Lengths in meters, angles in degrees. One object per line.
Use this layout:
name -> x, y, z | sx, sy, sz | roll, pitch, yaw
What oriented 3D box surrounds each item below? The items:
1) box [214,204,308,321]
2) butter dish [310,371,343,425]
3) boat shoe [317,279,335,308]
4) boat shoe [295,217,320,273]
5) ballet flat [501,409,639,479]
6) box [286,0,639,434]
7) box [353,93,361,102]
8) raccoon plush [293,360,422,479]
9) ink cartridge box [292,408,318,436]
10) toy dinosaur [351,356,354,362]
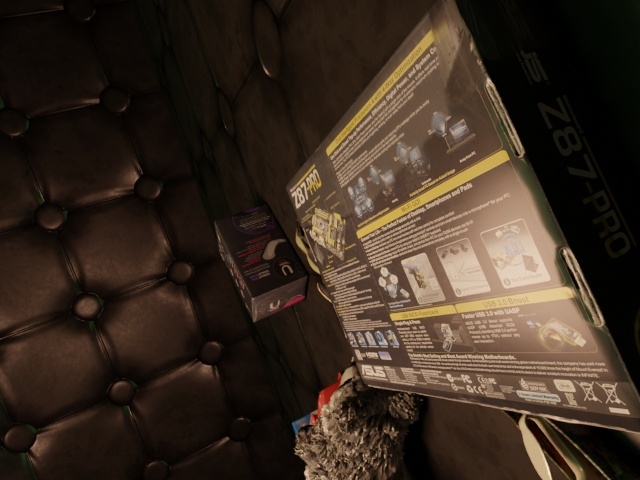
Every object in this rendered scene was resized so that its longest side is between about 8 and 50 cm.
box -> -0.168, 0.059, 1.189 | 0.271, 0.165, 0.143 | 58, 157, 29
butter dish -> 0.033, 0.454, 1.109 | 0.160, 0.118, 0.160 | -114, 17, -44
boat shoe -> 0.038, 0.115, 0.901 | 0.043, 0.049, 0.137 | -59, 35, 9
boat shoe -> 0.001, -0.001, 0.827 | 0.223, 0.080, 0.074 | 43, 153, 58
ballet flat -> 0.257, 0.230, 0.400 | 0.222, 0.079, 0.077 | 52, 153, 37
box -> 0.107, 0.007, 0.460 | 0.319, 0.097, 0.395 | 66, 156, 4
box -> 0.094, -0.151, 0.517 | 0.137, 0.027, 0.094 | -7, 104, 69
raccoon plush -> 0.126, 0.453, 0.790 | 0.447, 0.215, 0.299 | 60, 153, 19
ink cartridge box -> 0.022, 0.631, 1.309 | 0.231, 0.134, 0.078 | 37, 142, 57
toy dinosaur -> 0.095, 0.215, 0.888 | 0.082, 0.047, 0.090 | 147, 134, -78
